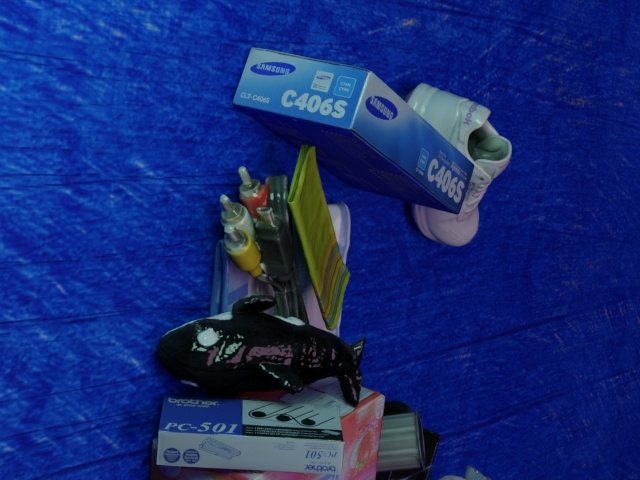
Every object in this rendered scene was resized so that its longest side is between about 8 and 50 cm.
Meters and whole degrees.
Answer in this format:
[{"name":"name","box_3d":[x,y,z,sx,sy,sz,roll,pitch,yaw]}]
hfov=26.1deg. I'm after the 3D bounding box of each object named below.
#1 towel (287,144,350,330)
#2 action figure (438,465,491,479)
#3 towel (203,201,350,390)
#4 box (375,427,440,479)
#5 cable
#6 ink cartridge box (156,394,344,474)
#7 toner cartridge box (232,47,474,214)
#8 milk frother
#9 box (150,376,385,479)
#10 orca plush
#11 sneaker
[{"name":"towel","box_3d":[0.000,0.000,1.700,0.237,0.021,0.102,74,20,-45]},{"name":"action figure","box_3d":[0.215,0.562,2.180,0.370,0.248,0.275,-56,164,3]},{"name":"towel","box_3d":[-0.048,0.070,1.747,0.285,0.034,0.209,-18,118,-56]},{"name":"box","box_3d":[0.099,0.362,2.092,0.147,0.077,0.180,26,81,-60]},{"name":"cable","box_3d":[-0.061,0.033,1.658,0.287,0.072,0.139,79,19,-46]},{"name":"ink cartridge box","box_3d":[-0.079,0.221,1.568,0.097,0.207,0.046,-97,-168,-72]},{"name":"toner cartridge box","box_3d":[0.051,-0.128,1.692,0.348,0.165,0.075,31,75,-61]},{"name":"milk frother","box_3d":[0.071,0.251,1.932,0.143,0.134,0.129,75,10,-46]},{"name":"box","box_3d":[-0.061,0.277,1.699,0.300,0.154,0.142,-25,124,-55]},{"name":"orca plush","box_3d":[-0.049,0.160,1.608,0.287,0.102,0.151,25,109,-42]},{"name":"sneaker","box_3d":[0.204,-0.089,1.989,0.114,0.152,0.305,-59,149,-30]}]
